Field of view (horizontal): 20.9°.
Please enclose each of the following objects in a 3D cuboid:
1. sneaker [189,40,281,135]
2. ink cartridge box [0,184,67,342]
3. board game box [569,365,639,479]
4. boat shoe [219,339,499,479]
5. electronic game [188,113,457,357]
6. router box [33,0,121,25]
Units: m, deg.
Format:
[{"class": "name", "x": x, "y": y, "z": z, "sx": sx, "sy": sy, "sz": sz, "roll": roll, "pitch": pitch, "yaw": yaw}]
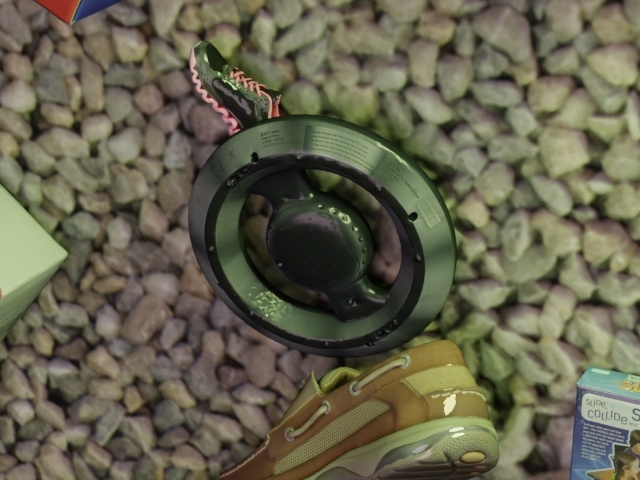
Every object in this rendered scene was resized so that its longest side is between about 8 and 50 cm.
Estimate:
[{"class": "sneaker", "x": -0.060, "y": -0.118, "z": 1.428, "sx": 0.057, "sy": 0.047, "sz": 0.119, "roll": -27, "pitch": 105, "yaw": 29}, {"class": "ink cartridge box", "x": -0.402, "y": 0.100, "z": 1.598, "sx": 0.131, "sy": 0.226, "sz": 0.306, "roll": 46, "pitch": 124, "yaw": 4}, {"class": "board game box", "x": 0.298, "y": 0.186, "z": 1.372, "sx": 0.201, "sy": 0.035, "sz": 0.136, "roll": 12, "pitch": 117, "yaw": 23}, {"class": "boat shoe", "x": 0.025, "y": 0.168, "z": 1.479, "sx": 0.324, "sy": 0.123, "sz": 0.116, "roll": -25, "pitch": 65, "yaw": 43}, {"class": "electronic game", "x": 0.000, "y": 0.000, "z": 1.431, "sx": 0.229, "sy": 0.048, "sz": 0.229, "roll": 9, "pitch": 124, "yaw": 14}, {"class": "router box", "x": -0.190, "y": -0.309, "z": 1.230, "sx": 0.301, "sy": 0.335, "sz": 0.082, "roll": 37, "pitch": 123, "yaw": 10}]
